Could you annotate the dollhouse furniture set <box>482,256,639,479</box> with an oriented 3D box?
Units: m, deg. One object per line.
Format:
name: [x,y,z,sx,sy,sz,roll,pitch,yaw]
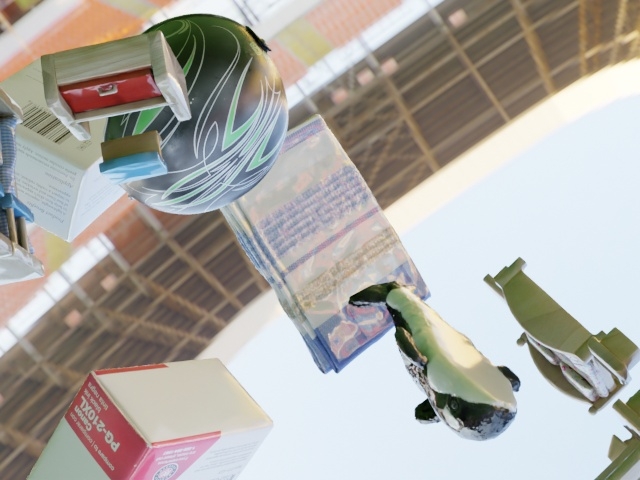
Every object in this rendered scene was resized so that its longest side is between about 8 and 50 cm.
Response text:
dollhouse furniture set: [0.234,0.152,1.314,0.174,0.303,0.355,-44,-121,-1]

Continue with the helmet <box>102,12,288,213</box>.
helmet: [-0.112,-0.107,1.085,0.169,0.169,0.161,-28,-133,27]

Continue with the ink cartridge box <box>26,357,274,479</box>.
ink cartridge box: [-0.179,0.232,1.109,0.172,0.100,0.237,1,128,-54]

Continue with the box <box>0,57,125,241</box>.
box: [-0.341,-0.119,1.536,0.182,0.181,0.119,-53,169,-55]

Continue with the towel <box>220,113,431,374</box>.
towel: [0.000,0.000,1.476,0.209,0.285,0.034,-36,-175,-37]

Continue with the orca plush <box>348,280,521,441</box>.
orca plush: [0.109,0.145,1.297,0.287,0.151,0.102,41,-70,45]

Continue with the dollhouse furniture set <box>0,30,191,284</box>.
dollhouse furniture set: [-0.182,-0.057,0.783,0.184,0.129,0.129,-12,165,3]
